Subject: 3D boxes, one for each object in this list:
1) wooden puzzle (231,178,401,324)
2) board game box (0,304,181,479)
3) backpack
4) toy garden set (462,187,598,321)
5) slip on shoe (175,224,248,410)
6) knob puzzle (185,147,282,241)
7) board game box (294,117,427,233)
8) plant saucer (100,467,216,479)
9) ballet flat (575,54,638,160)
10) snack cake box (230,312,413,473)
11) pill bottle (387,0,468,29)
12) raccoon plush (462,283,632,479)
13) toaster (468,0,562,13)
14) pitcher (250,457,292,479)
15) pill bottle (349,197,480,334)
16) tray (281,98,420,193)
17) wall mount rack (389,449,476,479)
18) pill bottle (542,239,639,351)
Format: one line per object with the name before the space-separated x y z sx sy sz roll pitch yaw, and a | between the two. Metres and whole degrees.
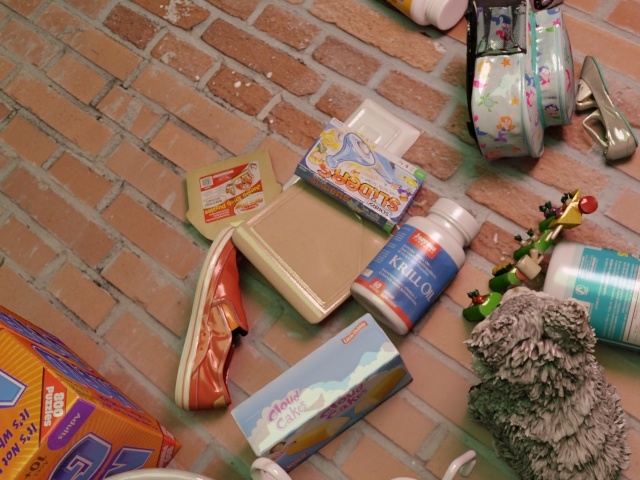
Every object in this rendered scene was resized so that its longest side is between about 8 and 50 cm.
wooden puzzle | 0.000 0.000 1.436 0.238 0.044 0.221 -40 77 -19
board game box | -0.516 0.329 1.284 0.356 0.356 0.356 32 78 26
backpack | 0.337 -0.266 1.406 0.191 0.225 0.253 3 71 22
toy garden set | 0.321 0.017 1.288 0.049 0.204 0.244 43 80 3
slip on shoe | -0.171 0.135 1.425 0.101 0.123 0.331 8 71 2
knob puzzle | -0.161 -0.067 1.556 0.213 0.030 0.213 -6 64 12
board game box | 0.072 -0.117 1.451 0.201 0.035 0.136 31 56 3
plant saucer | -0.230 0.517 1.212 0.400 0.100 0.400 0 96 1
ballet flat | 0.485 -0.234 1.437 0.068 0.072 0.213 -21 63 10
snack cake box | 0.008 0.245 1.297 0.264 0.152 0.089 -36 62 -3
pill bottle | 0.188 -0.506 1.615 0.117 0.117 0.215 -42 62 -6
raccoon plush | 0.357 0.265 1.111 0.216 0.299 0.446 -33 62 -2
toaster | 0.360 -0.516 1.578 0.168 0.110 0.186 -24 62 2
pitcher | -0.021 0.418 1.213 0.207 0.178 0.125 28 52 26
pill bottle | 0.162 0.038 1.367 0.124 0.124 0.221 36 79 26
tray | 0.048 -0.147 1.537 0.145 0.030 0.270 38 80 27
wall mount rack | 0.214 0.469 1.088 0.350 0.130 0.304 30 101 26
pill bottle | 0.477 0.094 1.244 0.264 0.146 0.146 13 70 19
